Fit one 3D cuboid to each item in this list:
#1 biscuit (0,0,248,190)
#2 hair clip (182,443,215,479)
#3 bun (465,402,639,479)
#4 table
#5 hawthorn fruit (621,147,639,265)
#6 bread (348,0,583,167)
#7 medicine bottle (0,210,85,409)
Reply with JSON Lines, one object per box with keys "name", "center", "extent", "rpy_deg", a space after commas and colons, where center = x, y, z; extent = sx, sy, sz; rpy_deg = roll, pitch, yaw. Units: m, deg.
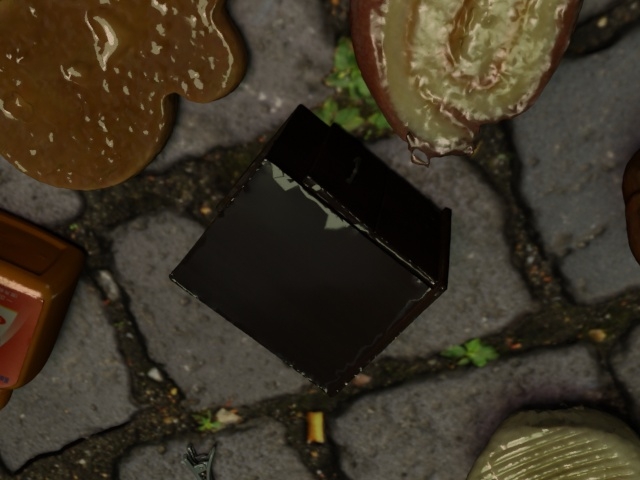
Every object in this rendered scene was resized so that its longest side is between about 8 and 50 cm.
{"name": "biscuit", "center": [-0.206, -0.203, 0.788], "extent": [0.275, 0.052, 0.355], "rpy_deg": [30, 118, -6]}
{"name": "hair clip", "center": [-0.135, 0.308, 1.040], "extent": [0.039, 0.030, 0.115], "rpy_deg": [-13, 113, 14]}
{"name": "bun", "center": [0.268, 0.283, 0.903], "extent": [0.221, 0.134, 0.220], "rpy_deg": [0, 88, 7]}
{"name": "table", "center": [0.000, 0.000, 0.789], "extent": [0.193, 0.169, 0.172], "rpy_deg": [38, 116, -8]}
{"name": "hawthorn fruit", "center": [0.396, -0.030, 0.711], "extent": [0.251, 0.199, 0.199], "rpy_deg": [12, 118, -14]}
{"name": "bread", "center": [0.114, -0.193, 0.700], "extent": [0.190, 0.123, 0.244], "rpy_deg": [14, 117, 4]}
{"name": "medicine bottle", "center": [-0.374, 0.088, 0.925], "extent": [0.149, 0.112, 0.222], "rpy_deg": [26, 117, -4]}
